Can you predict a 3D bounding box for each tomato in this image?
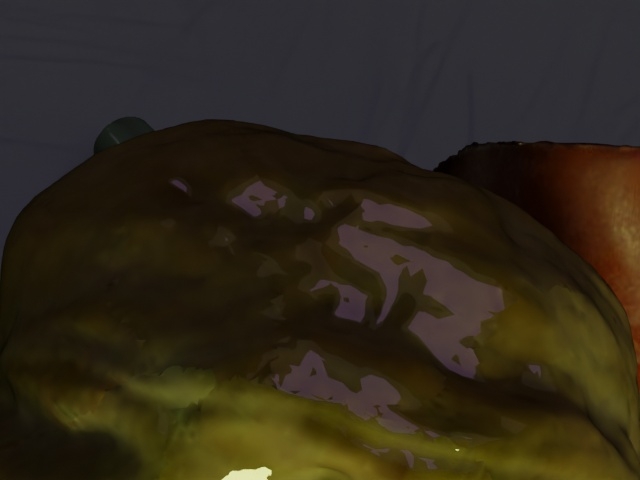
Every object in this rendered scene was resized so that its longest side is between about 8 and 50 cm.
[{"bbox_3d":[0.213,0.043,0.882,0.338,0.338,0.144,11,85,-15],"label":"tomato"}]

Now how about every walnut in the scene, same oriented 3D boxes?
[{"bbox_3d":[0.000,0.105,0.707,0.343,0.306,0.306,13,44,-9],"label":"walnut"}]

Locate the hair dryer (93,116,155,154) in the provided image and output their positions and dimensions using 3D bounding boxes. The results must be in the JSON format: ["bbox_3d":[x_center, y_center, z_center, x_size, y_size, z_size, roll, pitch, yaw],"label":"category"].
[{"bbox_3d":[-0.034,-0.017,0.986,0.229,0.092,0.267,36,29,20],"label":"hair dryer"}]
